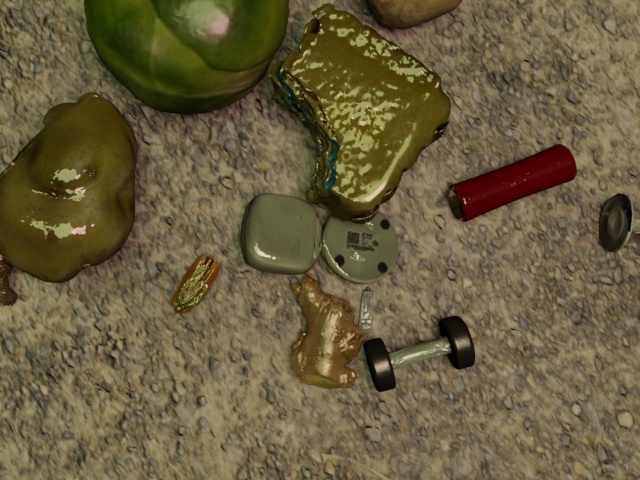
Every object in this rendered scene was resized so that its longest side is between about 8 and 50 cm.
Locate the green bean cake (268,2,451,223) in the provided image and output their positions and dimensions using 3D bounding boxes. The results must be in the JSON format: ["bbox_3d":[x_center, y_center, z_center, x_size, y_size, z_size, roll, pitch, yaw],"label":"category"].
[{"bbox_3d":[0.036,-0.208,1.008,0.310,0.202,0.285,41,84,2],"label":"green bean cake"}]

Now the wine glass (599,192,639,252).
[{"bbox_3d":[0.673,-0.018,1.072,0.241,0.126,0.126,7,87,1],"label":"wine glass"}]

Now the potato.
[{"bbox_3d":[-0.436,-0.098,0.996,0.218,0.202,0.351,2,74,9],"label":"potato"}]

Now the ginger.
[{"bbox_3d":[0.013,0.173,1.063,0.137,0.074,0.213,1,82,-2],"label":"ginger"}]

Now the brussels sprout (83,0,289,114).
[{"bbox_3d":[-0.205,-0.393,0.983,0.315,0.276,0.371,43,79,13],"label":"brussels sprout"}]

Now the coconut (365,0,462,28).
[{"bbox_3d":[0.180,-0.503,1.034,0.224,0.224,0.224,0,88,-3],"label":"coconut"}]

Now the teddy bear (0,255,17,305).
[{"bbox_3d":[-0.595,0.035,1.036,0.119,0.078,0.160,20,88,2],"label":"teddy bear"}]

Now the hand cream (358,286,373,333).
[{"bbox_3d":[0.088,0.137,1.093,0.030,0.019,0.093,4,90,-1],"label":"hand cream"}]

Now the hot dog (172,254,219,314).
[{"bbox_3d":[-0.238,0.086,1.068,0.056,0.041,0.133,32,87,-1],"label":"hot dog"}]

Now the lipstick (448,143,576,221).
[{"bbox_3d":[0.368,-0.111,1.084,0.241,0.080,0.080,-21,89,-4],"label":"lipstick"}]

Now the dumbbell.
[{"bbox_3d":[0.182,0.211,1.053,0.191,0.100,0.100,-15,88,-3],"label":"dumbbell"}]

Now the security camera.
[{"bbox_3d":[0.000,0.000,1.068,0.301,0.080,0.157,8,72,-13],"label":"security camera"}]
